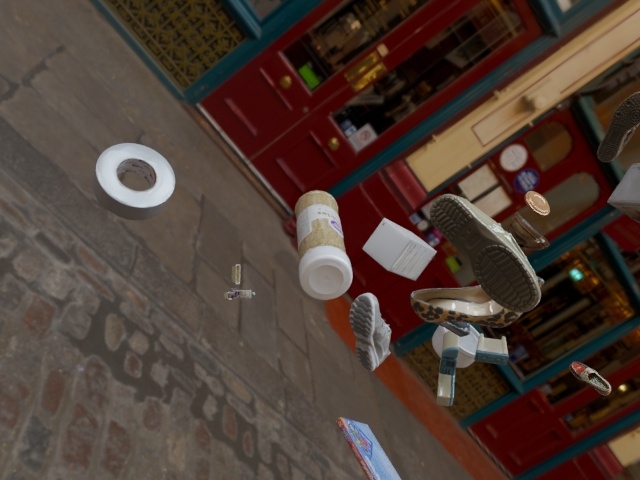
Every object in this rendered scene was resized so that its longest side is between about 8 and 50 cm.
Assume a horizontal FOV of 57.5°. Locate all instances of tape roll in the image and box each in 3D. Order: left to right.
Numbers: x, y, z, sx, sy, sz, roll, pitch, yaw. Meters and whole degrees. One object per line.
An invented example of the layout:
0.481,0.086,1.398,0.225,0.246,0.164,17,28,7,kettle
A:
-0.530,-0.168,1.660,0.219,0.072,0.219,15,55,-22,tape roll

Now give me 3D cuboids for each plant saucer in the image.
0.612,-0.106,1.642,0.083,0.013,0.084,16,50,-19,plant saucer

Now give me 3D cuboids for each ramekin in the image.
0.548,0.415,2.345,0.207,0.109,0.207,24,29,-14,ramekin

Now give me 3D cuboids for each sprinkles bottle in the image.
0.000,0.000,1.448,0.121,0.121,0.355,49,16,-26,sprinkles bottle

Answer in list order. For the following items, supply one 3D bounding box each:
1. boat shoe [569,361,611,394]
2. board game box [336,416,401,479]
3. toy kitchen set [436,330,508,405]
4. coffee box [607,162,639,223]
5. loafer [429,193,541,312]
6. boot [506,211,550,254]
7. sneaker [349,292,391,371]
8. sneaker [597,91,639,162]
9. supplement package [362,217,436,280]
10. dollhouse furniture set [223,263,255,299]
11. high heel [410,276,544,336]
0.828,0.418,1.789,0.137,0.049,0.043,43,-8,36,boat shoe
0.162,0.695,1.887,0.145,0.027,0.281,29,14,-37,board game box
0.406,0.354,1.573,0.207,0.165,0.122,83,17,-47,toy kitchen set
0.860,-0.055,1.364,0.297,0.119,0.168,33,4,-2,coffee box
0.323,0.013,1.108,0.269,0.102,0.092,53,37,9,loafer
0.524,0.006,1.542,0.112,0.115,0.305,55,10,18,boot
0.166,0.273,1.837,0.105,0.115,0.282,32,-42,43,sneaker
0.755,-0.286,1.454,0.066,0.189,0.071,38,34,22,sneaker
0.215,0.027,1.569,0.105,0.105,0.179,42,12,33,supplement package
-0.257,0.134,1.887,0.091,0.081,0.115,13,78,-72,dollhouse furniture set
0.331,0.120,1.264,0.186,0.261,0.093,30,42,-25,high heel
